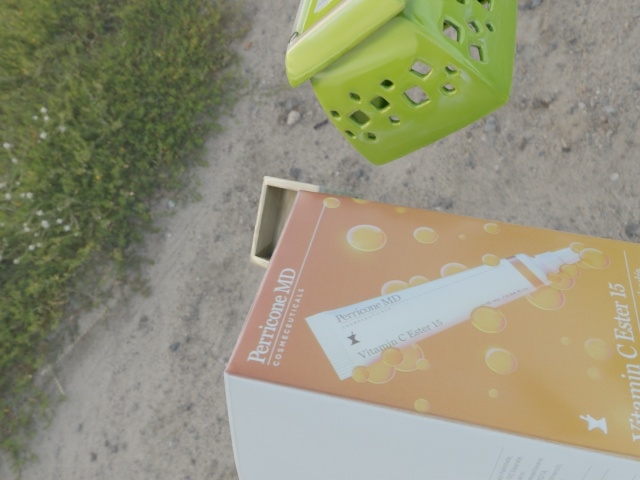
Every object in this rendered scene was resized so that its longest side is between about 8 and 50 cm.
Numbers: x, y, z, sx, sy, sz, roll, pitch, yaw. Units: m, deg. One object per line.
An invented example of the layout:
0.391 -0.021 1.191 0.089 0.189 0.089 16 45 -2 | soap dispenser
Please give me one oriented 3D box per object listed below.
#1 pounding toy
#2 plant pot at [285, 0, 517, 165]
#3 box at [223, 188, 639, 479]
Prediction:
0.000 0.000 0.730 0.141 0.100 0.130 16 98 49 | pounding toy
0.094 -0.265 0.768 0.228 0.207 0.227 -21 47 46 | plant pot
0.121 0.108 0.510 0.346 0.168 0.215 9 43 8 | box
